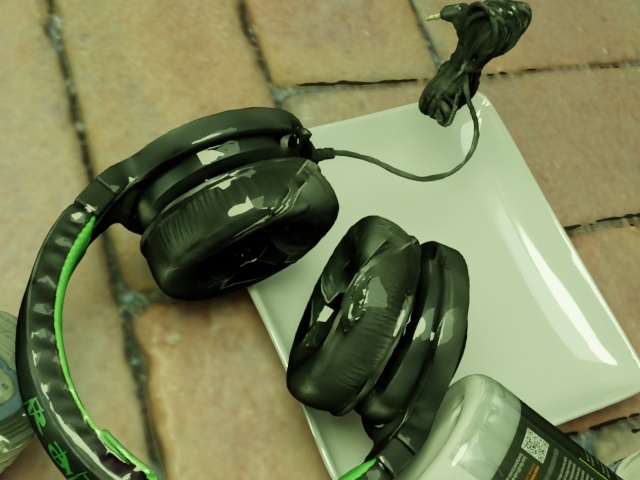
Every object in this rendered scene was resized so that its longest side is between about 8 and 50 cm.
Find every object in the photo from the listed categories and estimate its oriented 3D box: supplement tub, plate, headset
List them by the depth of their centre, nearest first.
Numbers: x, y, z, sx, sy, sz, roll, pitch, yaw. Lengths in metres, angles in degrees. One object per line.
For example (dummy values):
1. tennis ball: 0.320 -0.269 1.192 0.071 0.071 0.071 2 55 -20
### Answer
1. headset: 0.000 0.000 0.672 0.243 0.185 0.394 40 54 2
2. supplement tub: 0.135 0.180 0.679 0.190 0.117 0.117 38 55 -4
3. plate: 0.071 0.032 0.824 0.278 0.045 0.277 -16 70 -30

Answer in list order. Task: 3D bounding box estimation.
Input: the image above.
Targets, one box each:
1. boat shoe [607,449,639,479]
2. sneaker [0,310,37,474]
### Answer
1. boat shoe: 0.295 0.293 0.702 0.136 0.156 0.367 1 61 -22
2. sneaker: -0.249 0.135 0.595 0.111 0.129 0.297 39 36 4
